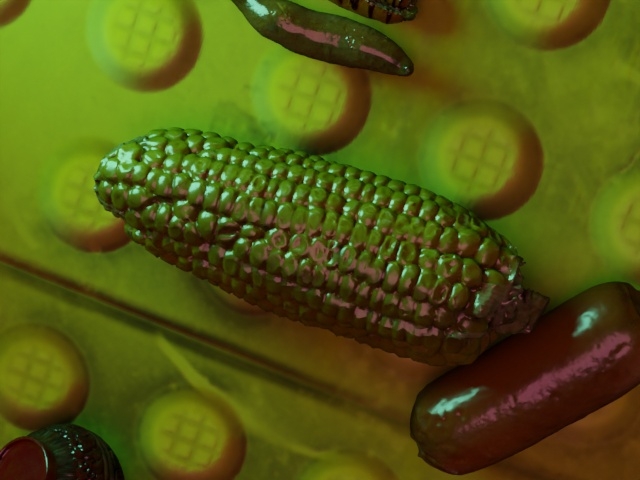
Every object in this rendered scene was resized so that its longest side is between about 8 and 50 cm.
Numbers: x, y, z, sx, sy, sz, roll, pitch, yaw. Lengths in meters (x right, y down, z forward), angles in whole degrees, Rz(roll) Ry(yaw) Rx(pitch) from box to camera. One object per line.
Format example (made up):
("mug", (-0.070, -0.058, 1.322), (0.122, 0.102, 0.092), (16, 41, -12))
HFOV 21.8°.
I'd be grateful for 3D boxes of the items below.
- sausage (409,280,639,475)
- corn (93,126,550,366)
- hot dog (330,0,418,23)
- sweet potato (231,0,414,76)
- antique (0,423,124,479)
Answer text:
("sausage", (0.149, 0.099, 1.157), (0.198, 0.076, 0.076), (-32, 96, 16))
("corn", (0.000, 0.000, 1.142), (0.322, 0.119, 0.119), (21, 106, 5))
("hot dog", (0.013, -0.186, 1.134), (0.122, 0.037, 0.049), (24, 103, 3))
("sweet potato", (-0.017, -0.151, 1.146), (0.179, 0.044, 0.044), (27, 107, 9))
("antique", (-0.193, 0.186, 1.232), (0.104, 0.104, 0.104), (2, 104, 10))
